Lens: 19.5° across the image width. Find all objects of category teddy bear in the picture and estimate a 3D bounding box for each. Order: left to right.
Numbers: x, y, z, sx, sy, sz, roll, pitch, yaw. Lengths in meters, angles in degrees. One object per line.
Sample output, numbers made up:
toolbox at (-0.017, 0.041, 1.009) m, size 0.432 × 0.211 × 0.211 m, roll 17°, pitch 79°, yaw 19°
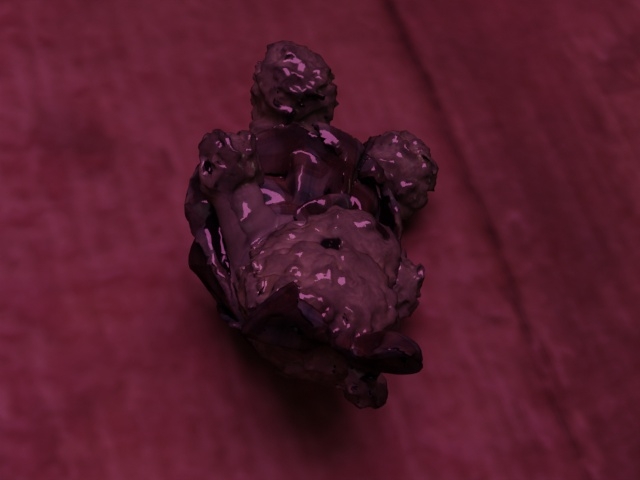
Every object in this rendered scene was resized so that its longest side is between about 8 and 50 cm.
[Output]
teddy bear at (-0.014, 0.009, 0.836) m, size 0.133 × 0.111 × 0.213 m, roll 39°, pitch 27°, yaw -21°
